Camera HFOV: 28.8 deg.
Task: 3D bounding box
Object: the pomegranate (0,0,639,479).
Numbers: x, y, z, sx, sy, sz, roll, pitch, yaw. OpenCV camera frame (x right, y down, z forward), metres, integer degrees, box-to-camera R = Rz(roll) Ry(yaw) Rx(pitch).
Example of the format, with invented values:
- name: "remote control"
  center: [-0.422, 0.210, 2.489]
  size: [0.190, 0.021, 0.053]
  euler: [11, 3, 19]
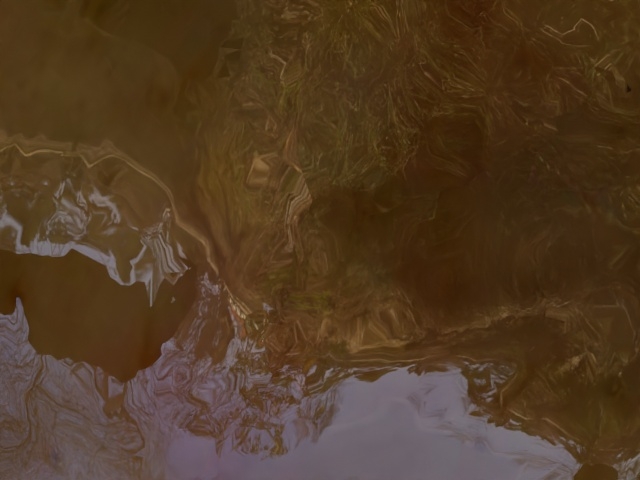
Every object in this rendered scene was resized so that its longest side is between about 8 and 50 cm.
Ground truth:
- name: "pomegranate"
  center: [0.000, 0.000, 0.507]
  size: [0.411, 0.411, 0.411]
  euler: [17, -163, -5]
